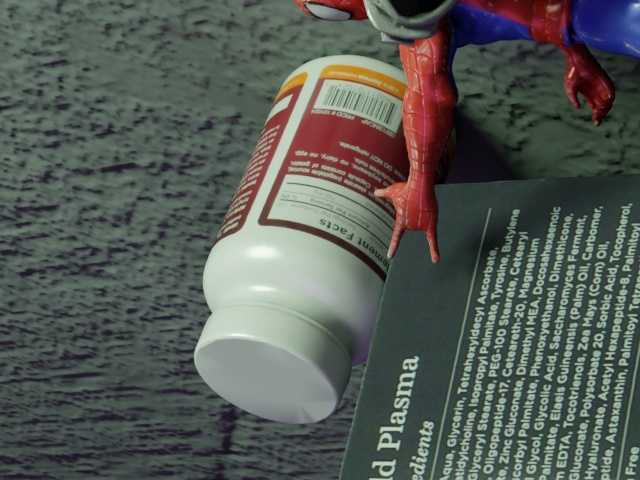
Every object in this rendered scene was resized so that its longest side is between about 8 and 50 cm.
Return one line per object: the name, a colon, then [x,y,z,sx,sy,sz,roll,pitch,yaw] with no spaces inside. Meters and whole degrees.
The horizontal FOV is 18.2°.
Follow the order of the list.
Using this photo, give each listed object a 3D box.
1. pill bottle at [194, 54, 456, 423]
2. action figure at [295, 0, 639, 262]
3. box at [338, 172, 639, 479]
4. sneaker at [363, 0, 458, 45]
pill bottle: [0.000,0.000,0.868,0.086,0.152,0.086,15,146,10]
action figure: [0.121,-0.059,0.761,0.280,0.091,0.139,10,129,18]
box: [0.226,0.124,0.849,0.313,0.179,0.343,-3,149,31]
sneaker: [0.070,-0.163,0.612,0.105,0.115,0.281,2,155,-12]
